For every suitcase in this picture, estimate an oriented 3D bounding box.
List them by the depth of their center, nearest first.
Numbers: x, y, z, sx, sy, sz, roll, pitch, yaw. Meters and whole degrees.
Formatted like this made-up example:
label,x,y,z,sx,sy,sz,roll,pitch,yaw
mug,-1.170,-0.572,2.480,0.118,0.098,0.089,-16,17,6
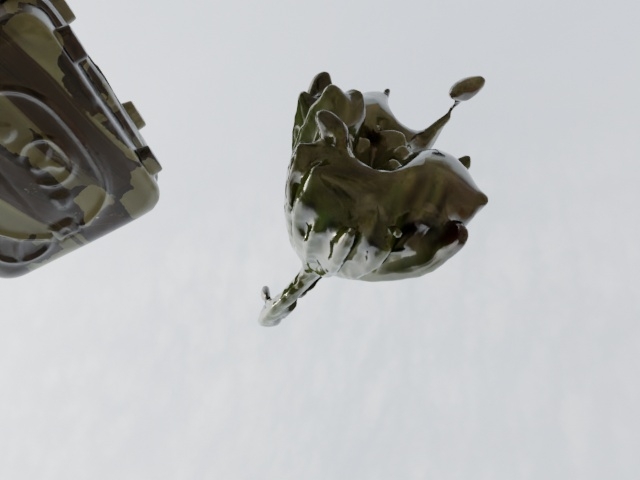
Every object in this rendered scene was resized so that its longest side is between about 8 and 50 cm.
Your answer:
label,x,y,z,sx,sy,sz,roll,pitch,yaw
suitcase,-0.402,-0.121,0.949,0.339,0.351,0.194,-28,-131,-1

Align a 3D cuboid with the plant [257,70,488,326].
label,x,y,z,sx,sy,sz,roll,pitch,yaw
plant,0.030,0.018,0.735,0.180,0.333,0.251,18,-147,2
